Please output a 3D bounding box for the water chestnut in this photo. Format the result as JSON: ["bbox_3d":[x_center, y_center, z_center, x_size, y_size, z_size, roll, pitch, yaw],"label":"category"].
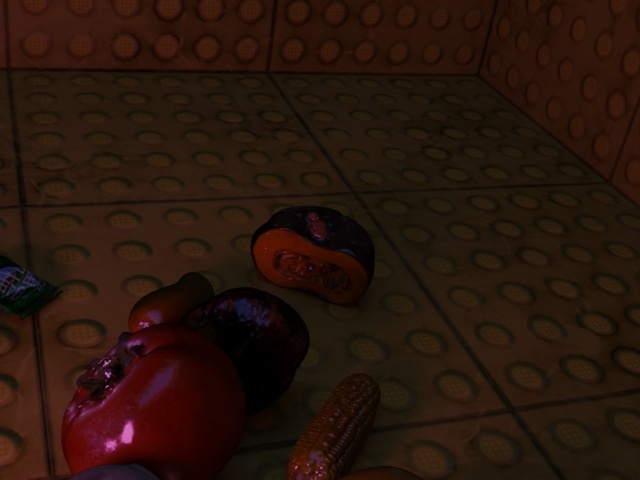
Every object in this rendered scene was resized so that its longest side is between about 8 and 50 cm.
[{"bbox_3d":[-0.162,0.231,1.768,0.289,0.289,0.244,17,2,12],"label":"water chestnut"}]

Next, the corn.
[{"bbox_3d":[0.033,0.386,1.696,0.120,0.120,0.363,18,31,13],"label":"corn"}]

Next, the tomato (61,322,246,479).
[{"bbox_3d":[-0.306,0.329,1.548,0.341,0.273,0.341,-33,22,15],"label":"tomato"}]

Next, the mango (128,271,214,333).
[{"bbox_3d":[-0.331,0.164,1.939,0.146,0.129,0.289,14,26,26],"label":"mango"}]

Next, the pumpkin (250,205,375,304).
[{"bbox_3d":[0.000,0.000,2.195,0.325,0.242,0.232,19,41,7],"label":"pumpkin"}]

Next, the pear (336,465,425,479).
[{"bbox_3d":[0.088,0.511,1.341,0.314,0.314,0.314,7,31,-4],"label":"pear"}]

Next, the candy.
[{"bbox_3d":[-0.729,0.108,1.973,0.203,0.078,0.141,29,46,8],"label":"candy"}]

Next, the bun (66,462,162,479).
[{"bbox_3d":[-0.348,0.501,1.327,0.293,0.293,0.187,-18,3,-37],"label":"bun"}]
